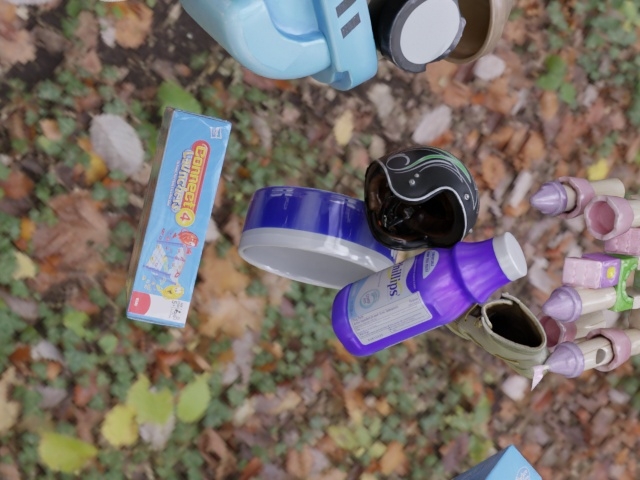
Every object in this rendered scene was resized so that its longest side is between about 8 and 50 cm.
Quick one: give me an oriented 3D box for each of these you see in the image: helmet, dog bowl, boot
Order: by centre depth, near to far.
[{"bbox_3d":[0.243,0.111,1.720,0.077,0.213,0.165,-51,159,-7],"label":"boot"},{"bbox_3d":[0.162,-0.066,1.826,0.161,0.169,0.169,-3,126,-17],"label":"helmet"},{"bbox_3d":[0.000,0.000,1.982,0.265,0.265,0.104,33,66,-54],"label":"dog bowl"}]

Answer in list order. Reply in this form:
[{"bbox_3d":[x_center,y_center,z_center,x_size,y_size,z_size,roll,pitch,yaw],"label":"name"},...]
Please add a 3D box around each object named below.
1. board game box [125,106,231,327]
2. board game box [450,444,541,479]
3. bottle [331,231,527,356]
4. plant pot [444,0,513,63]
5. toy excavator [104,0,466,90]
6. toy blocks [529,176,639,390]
[{"bbox_3d":[-0.225,-0.047,1.815,0.086,0.302,0.308,13,95,-11],"label":"board game box"},{"bbox_3d":[0.122,0.415,1.555,0.316,0.064,0.242,-42,177,41],"label":"board game box"},{"bbox_3d":[0.152,0.071,1.679,0.283,0.118,0.092,-24,117,24],"label":"bottle"},{"bbox_3d":[0.235,-0.413,1.897,0.109,0.237,0.237,-26,137,-26],"label":"plant pot"},{"bbox_3d":[-0.103,-0.299,1.224,0.445,0.222,0.433,-32,137,-15],"label":"toy excavator"},{"bbox_3d":[0.424,0.067,1.710,0.260,0.309,0.289,-8,109,-37],"label":"toy blocks"}]
